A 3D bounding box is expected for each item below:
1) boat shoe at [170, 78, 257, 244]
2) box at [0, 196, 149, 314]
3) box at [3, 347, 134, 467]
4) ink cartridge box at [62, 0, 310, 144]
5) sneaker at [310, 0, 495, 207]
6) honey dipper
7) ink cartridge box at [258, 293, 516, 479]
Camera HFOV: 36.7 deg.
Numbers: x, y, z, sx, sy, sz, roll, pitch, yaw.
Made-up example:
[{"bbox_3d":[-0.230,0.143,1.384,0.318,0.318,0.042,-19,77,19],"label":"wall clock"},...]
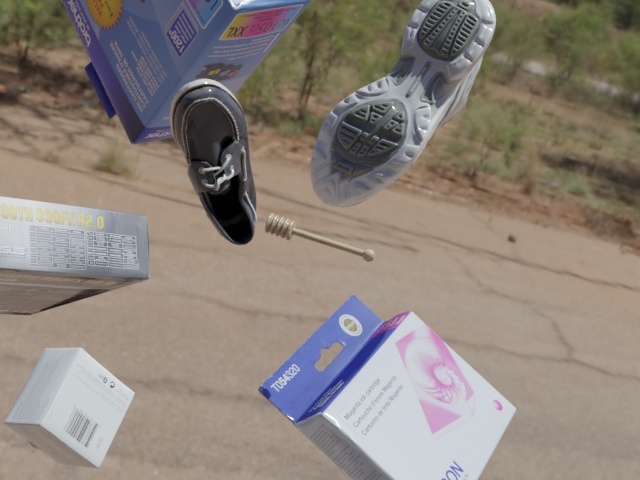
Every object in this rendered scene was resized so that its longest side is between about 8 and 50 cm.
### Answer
[{"bbox_3d":[-0.097,-0.073,0.971,0.075,0.206,0.065,-20,53,-8],"label":"boat shoe"},{"bbox_3d":[-0.280,0.014,0.750,0.183,0.056,0.231,-17,-16,41],"label":"box"},{"bbox_3d":[-0.502,0.337,1.947,0.119,0.182,0.181,-5,-41,35],"label":"box"},{"bbox_3d":[-0.216,-0.323,1.380,0.151,0.395,0.270,-18,75,-39],"label":"ink cartridge box"},{"bbox_3d":[0.085,-0.116,0.896,0.090,0.232,0.115,41,0,19],"label":"sneaker"},{"bbox_3d":[0.000,0.000,1.356,0.161,0.030,0.030,19,15,13],"label":"honey dipper"},{"bbox_3d":[0.116,0.244,1.475,0.330,0.071,0.324,43,37,5],"label":"ink cartridge box"}]
